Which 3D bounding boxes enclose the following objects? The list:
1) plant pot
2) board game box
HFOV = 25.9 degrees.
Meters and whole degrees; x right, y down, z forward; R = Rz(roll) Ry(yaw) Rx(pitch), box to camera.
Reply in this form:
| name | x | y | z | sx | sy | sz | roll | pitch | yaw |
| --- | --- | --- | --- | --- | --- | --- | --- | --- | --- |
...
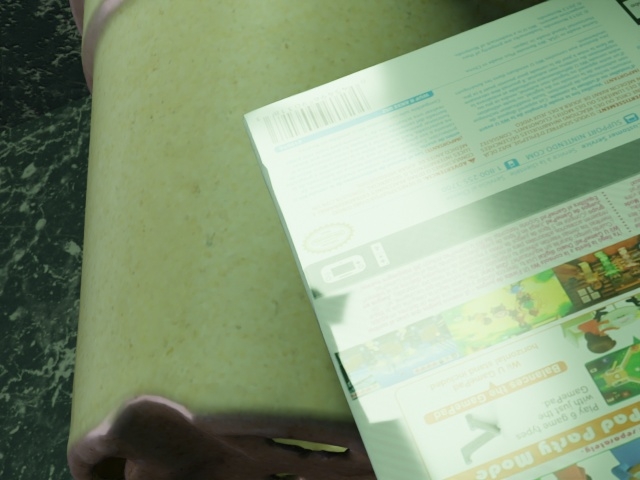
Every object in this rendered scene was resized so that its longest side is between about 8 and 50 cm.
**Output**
| name | x | y | z | sx | sy | sz | roll | pitch | yaw |
| --- | --- | --- | --- | --- | --- | --- | --- | --- | --- |
| plant pot | 0.000 | 0.000 | 0.759 | 0.334 | 0.333 | 0.305 | 65 | -153 | -57 |
| board game box | 0.119 | 0.031 | 0.474 | 0.303 | 0.224 | 0.097 | -111 | 0 | -51 |
